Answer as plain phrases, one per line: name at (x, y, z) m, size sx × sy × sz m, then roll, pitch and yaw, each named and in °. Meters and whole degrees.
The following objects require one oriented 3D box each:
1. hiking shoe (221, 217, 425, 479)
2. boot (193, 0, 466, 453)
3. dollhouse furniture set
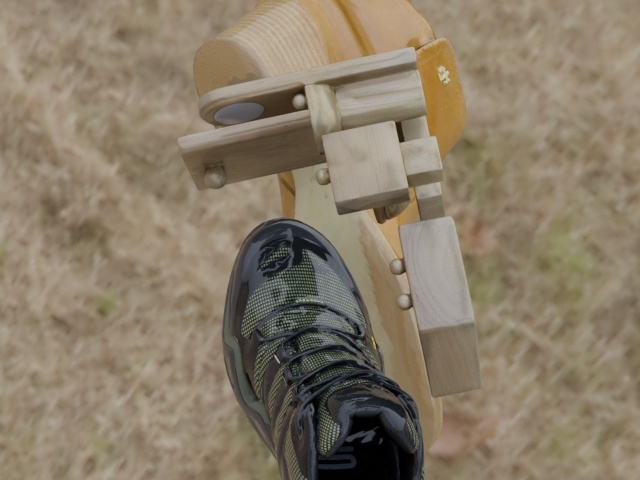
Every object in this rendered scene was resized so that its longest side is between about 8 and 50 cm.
hiking shoe at (0.014, 0.082, 0.902) m, size 0.086 × 0.114 × 0.226 m, roll -4°, pitch 67°, yaw -24°
boot at (0.045, -0.031, 1.151) m, size 0.211 × 0.104 × 0.295 m, roll -32°, pitch 100°, yaw -53°
dollhouse furniture set at (0.000, 0.000, 0.861) m, size 0.123 × 0.144 × 0.151 m, roll -12°, pitch 70°, yaw 3°
